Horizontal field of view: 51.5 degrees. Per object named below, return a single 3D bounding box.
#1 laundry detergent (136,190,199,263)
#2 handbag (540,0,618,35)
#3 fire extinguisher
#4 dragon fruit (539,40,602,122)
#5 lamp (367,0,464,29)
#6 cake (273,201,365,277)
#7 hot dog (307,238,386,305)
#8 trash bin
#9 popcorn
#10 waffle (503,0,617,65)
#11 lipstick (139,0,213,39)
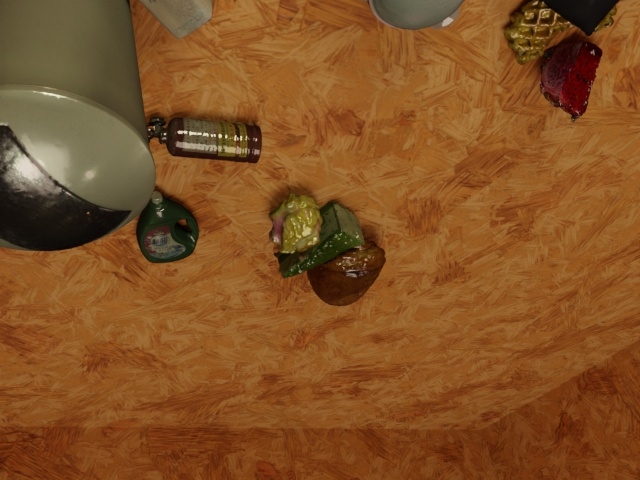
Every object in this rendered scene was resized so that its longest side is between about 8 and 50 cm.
[{"bbox_3d":[-0.338,-0.034,1.461,0.137,0.063,0.211,-7,144,-12],"label":"laundry detergent"},{"bbox_3d":[0.422,-0.461,1.027,0.211,0.089,0.254,22,137,-15],"label":"handbag"},{"bbox_3d":[-0.244,-0.181,1.258,0.252,0.075,0.106,2,145,-21],"label":"fire extinguisher"},{"bbox_3d":[0.463,-0.313,1.276,0.102,0.096,0.147,18,94,-43],"label":"dragon fruit"},{"bbox_3d":[0.136,-0.406,1.019,0.246,0.108,0.179,5,139,-23],"label":"lamp"},{"bbox_3d":[-0.003,0.012,1.598,0.099,0.100,0.235,19,135,-38],"label":"cake"},{"bbox_3d":[0.067,0.081,1.709,0.196,0.122,0.272,-7,160,-8],"label":"hot dog"},{"bbox_3d":[-0.369,-0.196,0.874,0.280,0.432,0.280,-9,147,-6],"label":"trash bin"},{"bbox_3d":[-0.055,-0.037,1.492,0.126,0.126,0.145,17,119,-21],"label":"popcorn"},{"bbox_3d":[0.430,-0.390,1.187,0.194,0.051,0.149,-29,141,23],"label":"waffle"},{"bbox_3d":[-0.258,-0.398,0.928,0.079,0.077,0.253,-26,145,19],"label":"lipstick"}]
